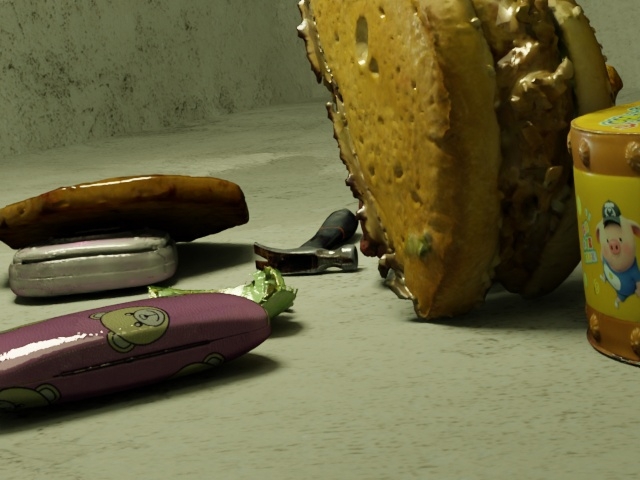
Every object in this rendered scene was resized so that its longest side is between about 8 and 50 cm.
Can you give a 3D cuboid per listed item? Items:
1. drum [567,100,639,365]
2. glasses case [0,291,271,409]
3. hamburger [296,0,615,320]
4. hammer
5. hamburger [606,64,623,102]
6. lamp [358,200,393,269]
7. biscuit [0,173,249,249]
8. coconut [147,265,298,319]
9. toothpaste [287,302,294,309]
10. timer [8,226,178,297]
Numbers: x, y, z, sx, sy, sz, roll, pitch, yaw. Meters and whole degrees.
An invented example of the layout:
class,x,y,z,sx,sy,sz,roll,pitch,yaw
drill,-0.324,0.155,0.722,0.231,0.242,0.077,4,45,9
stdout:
class,x,y,z,sx,sy,sz,roll,pitch,yaw
drum,0.441,-0.028,1.592,0.431,0.214,0.431,-7,10,1
glasses case,-0.197,0.102,1.629,0.316,0.076,0.123,-11,11,-29
hamburger,0.175,-0.163,1.811,0.268,0.445,0.287,-5,-24,-26
hammer,0.000,0.000,2.237,0.137,0.037,0.290,-3,10,11
hamburger,0.334,-0.194,2.780,0.314,0.170,0.290,0,8,36
lamp,0.127,-0.043,2.029,0.180,0.180,0.258,-5,10,7
biscuit,-0.264,-0.034,2.286,0.359,0.046,0.359,-7,-9,-1
coconut,-0.093,0.066,1.844,0.158,0.055,0.133,3,12,37
toothpaste,-0.057,0.067,1.928,0.027,0.019,0.083,-39,24,-26
timer,-0.287,0.026,2.178,0.208,0.069,0.191,-8,7,-2
